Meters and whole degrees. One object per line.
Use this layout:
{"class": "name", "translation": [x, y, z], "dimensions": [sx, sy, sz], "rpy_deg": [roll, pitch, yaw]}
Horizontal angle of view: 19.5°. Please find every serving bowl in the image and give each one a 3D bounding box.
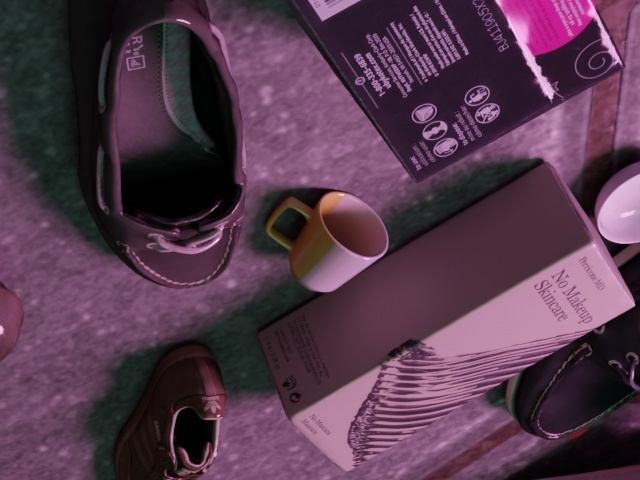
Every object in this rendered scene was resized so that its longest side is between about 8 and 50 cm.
{"class": "serving bowl", "translation": [0.255, -0.036, 1.486], "dimensions": [0.083, 0.027, 0.083], "rpy_deg": [-14, 139, -12]}

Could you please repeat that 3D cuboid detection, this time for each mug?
{"class": "mug", "translation": [0.003, 0.001, 1.397], "dimensions": [0.062, 0.078, 0.064], "rpy_deg": [-28, 165, -50]}

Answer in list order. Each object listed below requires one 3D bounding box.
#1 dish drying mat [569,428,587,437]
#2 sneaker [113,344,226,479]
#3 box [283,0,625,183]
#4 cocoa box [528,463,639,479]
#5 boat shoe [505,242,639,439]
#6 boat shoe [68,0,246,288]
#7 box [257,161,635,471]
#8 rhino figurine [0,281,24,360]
{"class": "dish drying mat", "translation": [0.253, 0.152, 1.706], "dimensions": [0.032, 0.008, 0.083], "rpy_deg": [16, 126, -38]}
{"class": "sneaker", "translation": [-0.121, 0.170, 1.499], "dimensions": [0.066, 0.071, 0.188], "rpy_deg": [-3, 135, -23]}
{"class": "box", "translation": [0.058, -0.183, 1.146], "dimensions": [0.163, 0.142, 0.247], "rpy_deg": [-29, 138, 8]}
{"class": "cocoa box", "translation": [0.338, 0.384, 1.778], "dimensions": [0.231, 0.228, 0.347], "rpy_deg": [-13, 146, 28]}
{"class": "boat shoe", "translation": [0.290, 0.075, 1.557], "dimensions": [0.127, 0.113, 0.340], "rpy_deg": [23, 122, -41]}
{"class": "boat shoe", "translation": [-0.106, -0.061, 1.236], "dimensions": [0.112, 0.095, 0.335], "rpy_deg": [-16, 139, -9]}
{"class": "box", "translation": [0.098, 0.063, 1.469], "dimensions": [0.275, 0.094, 0.113], "rpy_deg": [-31, 139, 10]}
{"class": "rhino figurine", "translation": [-0.308, 0.037, 1.267], "dimensions": [0.106, 0.073, 0.243], "rpy_deg": [-39, 136, 24]}
